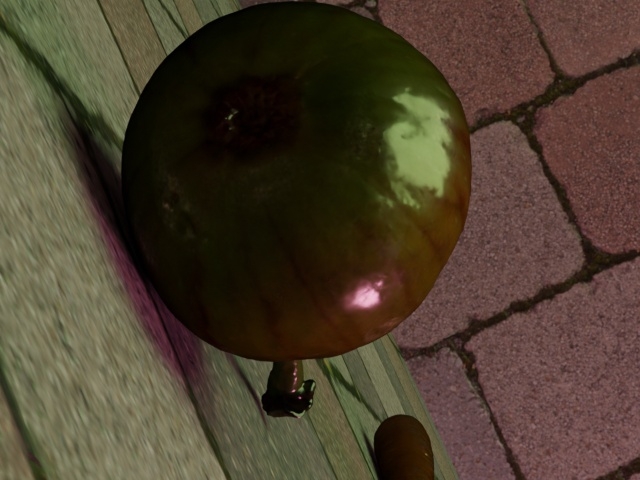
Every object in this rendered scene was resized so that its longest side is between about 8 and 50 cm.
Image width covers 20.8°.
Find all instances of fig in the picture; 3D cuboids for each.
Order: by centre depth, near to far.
[{"bbox_3d":[0.000,0.000,0.772,0.259,0.151,0.151,68,-2,-66],"label":"fig"}]

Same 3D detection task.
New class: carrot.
[{"bbox_3d":[0.069,0.195,1.361,0.216,0.048,0.048,-93,158,-69],"label":"carrot"}]
